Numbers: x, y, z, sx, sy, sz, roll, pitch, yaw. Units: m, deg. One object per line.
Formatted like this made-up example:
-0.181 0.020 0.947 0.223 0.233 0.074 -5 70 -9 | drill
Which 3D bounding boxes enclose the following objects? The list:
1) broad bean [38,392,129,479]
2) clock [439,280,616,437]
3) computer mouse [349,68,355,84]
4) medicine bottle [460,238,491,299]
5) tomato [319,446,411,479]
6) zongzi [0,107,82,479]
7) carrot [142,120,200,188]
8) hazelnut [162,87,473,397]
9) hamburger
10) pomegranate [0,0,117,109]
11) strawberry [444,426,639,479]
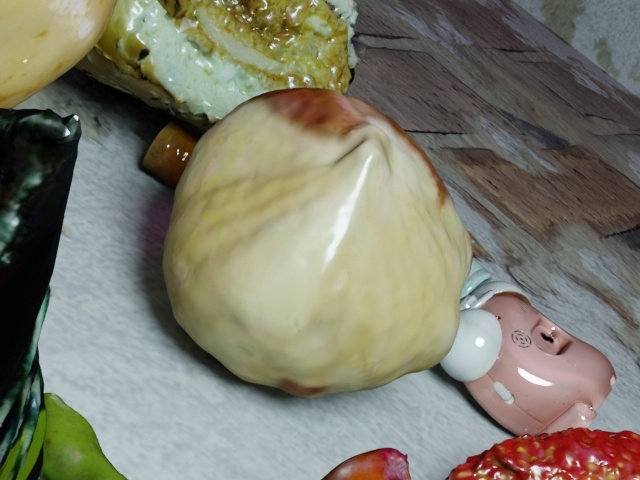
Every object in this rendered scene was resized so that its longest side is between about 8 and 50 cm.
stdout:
-0.109 0.177 0.758 0.052 0.053 0.256 -35 59 -18 | broad bean
0.190 0.108 1.206 0.162 0.093 0.166 43 25 7 | clock
-0.030 -0.219 1.547 0.233 0.096 0.137 -26 97 -75 | computer mouse
0.071 -0.026 1.348 0.258 0.079 0.124 43 26 21 | medicine bottle
0.020 0.223 0.774 0.173 0.099 0.189 38 43 -75 | tomato
-0.203 0.028 0.548 0.319 0.362 0.383 47 17 -15 | zongzi
-0.063 -0.026 1.217 0.224 0.057 0.057 36 23 -2 | carrot
0.000 0.000 1.008 0.261 0.241 0.261 17 54 -26 | hazelnut
-0.121 -0.214 1.257 0.318 0.195 0.276 25 -1 -44 | hamburger
-0.334 -0.246 0.919 0.411 0.411 0.411 28 24 -13 | pomegranate
0.192 0.190 1.020 0.228 0.098 0.174 15 4 -10 | strawberry
